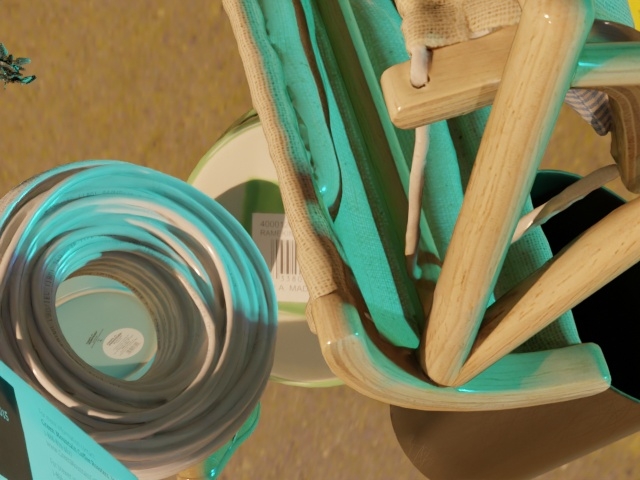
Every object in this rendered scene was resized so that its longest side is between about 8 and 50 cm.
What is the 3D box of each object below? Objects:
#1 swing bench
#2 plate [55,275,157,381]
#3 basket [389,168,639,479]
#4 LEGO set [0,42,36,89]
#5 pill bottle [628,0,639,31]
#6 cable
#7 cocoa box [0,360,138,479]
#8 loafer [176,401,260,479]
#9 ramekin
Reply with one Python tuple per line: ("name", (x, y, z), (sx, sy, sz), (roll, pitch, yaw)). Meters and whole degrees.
("swing bench", (0.050, -0.101, 0.640), (0.165, 0.254, 0.253), (-3, 60, -27))
("plate", (-0.208, 0.085, 1.615), (0.188, 0.188, 0.024), (-12, 43, -13))
("basket", (0.157, 0.088, 1.323), (0.154, 0.227, 0.204), (-31, 78, -40))
("LEGO set", (-0.260, -0.143, 1.409), (0.083, 0.054, 0.023), (31, 72, -27))
("pill bottle", (0.146, -0.161, 1.162), (0.209, 0.119, 0.119), (-17, 65, 5))
("cable", (-0.161, 0.066, 1.376), (0.257, 0.089, 0.257), (12, 63, -22))
("cocoa box", (-0.240, 0.212, 0.973), (0.228, 0.347, 0.231), (-21, 60, 7))
("loafer", (-0.099, 0.177, 1.723), (0.056, 0.050, 0.148), (6, 38, 17))
("ramekin", (0.000, 0.000, 1.749), (0.304, 0.148, 0.303), (2, 99, 11))
